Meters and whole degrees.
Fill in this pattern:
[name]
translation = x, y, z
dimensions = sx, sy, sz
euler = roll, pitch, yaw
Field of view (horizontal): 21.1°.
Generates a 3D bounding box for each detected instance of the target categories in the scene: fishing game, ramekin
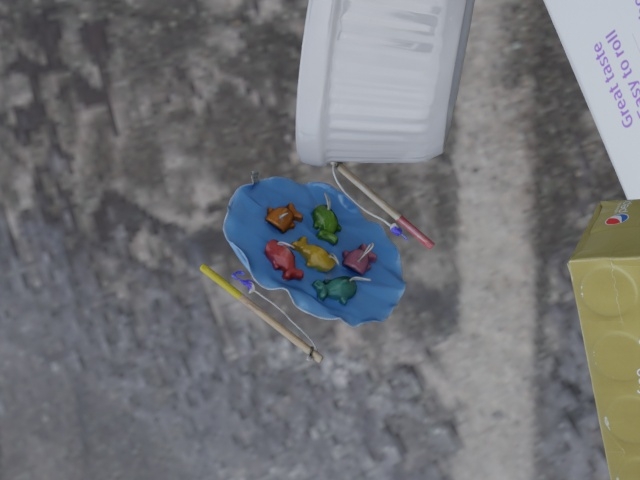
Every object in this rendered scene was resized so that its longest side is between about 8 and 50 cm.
[fishing game]
translation = 0.000, 0.000, 1.594
dimensions = 0.189, 0.264, 0.041
euler = 41, 128, 10
[ramekin]
translation = 0.065, -0.190, 1.506
dimensions = 0.127, 0.273, 0.272
euler = 11, 115, 5

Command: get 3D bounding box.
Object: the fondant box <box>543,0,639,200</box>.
[fondant box]
translation = 0.257, -0.088, 0.741
dimensions = 0.330, 0.096, 0.238
euler = -41, 65, 57

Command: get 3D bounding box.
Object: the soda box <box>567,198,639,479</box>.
[soda box]
translation = 0.153, 0.073, 0.720
dimensions = 0.061, 0.058, 0.181
euler = -3, 115, 25
